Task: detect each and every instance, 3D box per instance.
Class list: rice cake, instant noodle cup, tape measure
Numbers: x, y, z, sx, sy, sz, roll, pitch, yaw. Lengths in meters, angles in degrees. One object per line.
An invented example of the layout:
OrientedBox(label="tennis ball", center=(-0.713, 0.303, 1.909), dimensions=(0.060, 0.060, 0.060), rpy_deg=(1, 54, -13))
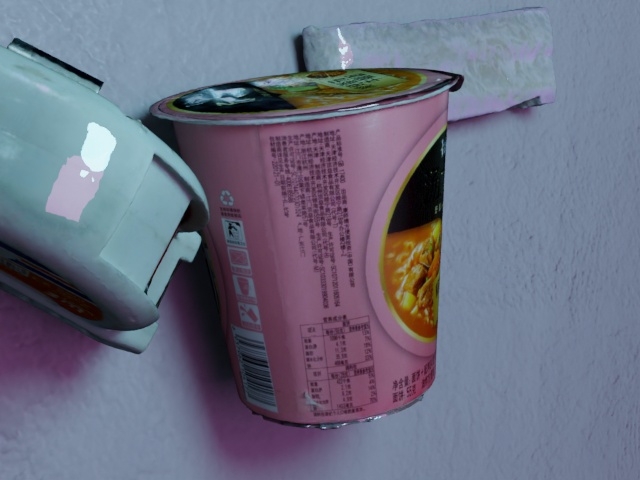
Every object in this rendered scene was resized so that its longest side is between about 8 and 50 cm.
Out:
OrientedBox(label="rice cake", center=(0.112, -0.161, 1.082), dimensions=(0.298, 0.050, 0.106), rpy_deg=(-13, 97, -36))
OrientedBox(label="instant noodle cup", center=(0.000, 0.000, 0.907), dimensions=(0.244, 0.244, 0.255), rpy_deg=(-18, 109, -35))
OrientedBox(label="tape measure", center=(-0.185, -0.036, 0.738), dimensions=(0.243, 0.246, 0.125), rpy_deg=(27, 71, -11))
